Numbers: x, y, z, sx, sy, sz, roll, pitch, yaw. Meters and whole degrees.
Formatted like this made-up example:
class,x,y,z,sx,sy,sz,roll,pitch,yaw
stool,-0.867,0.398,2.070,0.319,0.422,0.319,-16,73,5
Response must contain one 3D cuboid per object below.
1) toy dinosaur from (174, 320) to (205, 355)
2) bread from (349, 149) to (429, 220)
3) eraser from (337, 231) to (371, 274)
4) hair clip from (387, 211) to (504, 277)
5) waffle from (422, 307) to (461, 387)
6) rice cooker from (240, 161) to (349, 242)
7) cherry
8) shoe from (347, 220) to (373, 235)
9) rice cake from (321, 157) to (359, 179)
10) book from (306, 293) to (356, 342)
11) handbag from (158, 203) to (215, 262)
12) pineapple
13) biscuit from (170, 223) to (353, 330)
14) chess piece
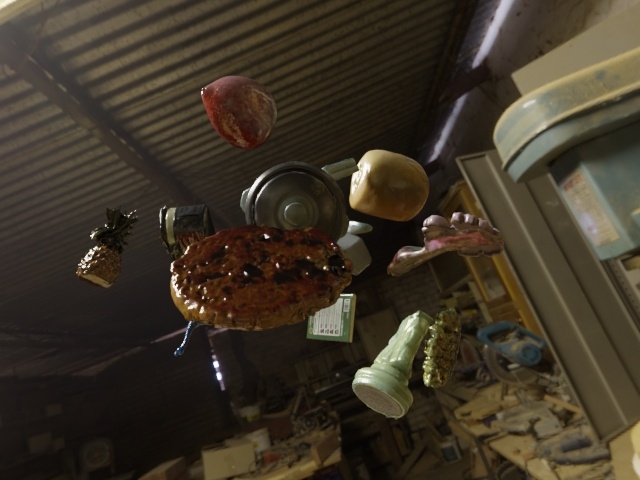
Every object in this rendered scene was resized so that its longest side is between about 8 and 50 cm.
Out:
class,x,y,z,sx,sy,sz,roll,pitch,yaw
toy dinosaur,-0.348,0.211,1.334,0.329,0.144,0.076,-35,-28,-21
bread,0.369,-0.281,2.203,0.376,0.347,0.253,14,9,-19
eraser,0.000,-0.001,1.404,0.111,0.353,0.077,-34,-41,-49
hair clip,0.276,0.013,0.988,0.173,0.069,0.300,29,-35,-30
waffle,0.339,0.294,1.151,0.054,0.223,0.204,9,-12,37
rice cooker,-0.068,-0.082,1.180,0.317,0.264,0.316,19,5,-2
cherry,-0.258,-0.431,1.389,0.206,0.239,0.239,10,-3,22
shoe,0.122,-0.041,1.691,0.195,0.078,0.079,15,4,43
rice cake,0.098,-0.339,2.030,0.226,0.085,0.040,-27,-11,-41
book,0.044,0.337,1.849,0.027,0.201,0.264,18,-19,-41
handbag,-0.479,-0.009,1.521,0.182,0.181,0.254,-5,-29,-6
pineapple,-0.859,0.008,1.717,0.166,0.364,0.165,4,-29,2
biscuit,-0.108,0.065,0.793,0.334,0.289,0.081,-14,-55,-27
chess piece,0.226,0.343,1.234,0.298,0.176,0.176,-54,5,-33
